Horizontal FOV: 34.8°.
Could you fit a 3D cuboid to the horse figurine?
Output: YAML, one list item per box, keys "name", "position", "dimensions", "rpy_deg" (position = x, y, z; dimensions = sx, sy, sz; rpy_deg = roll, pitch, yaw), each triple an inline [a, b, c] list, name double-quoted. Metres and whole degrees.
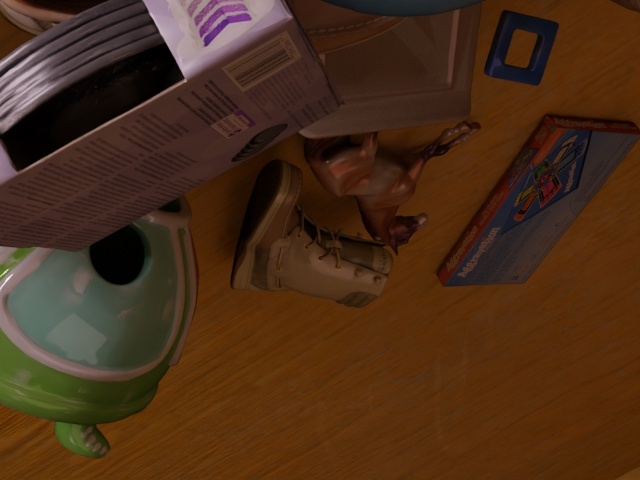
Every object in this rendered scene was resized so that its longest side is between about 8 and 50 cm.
- name: "horse figurine"
  position: [0.062, -0.087, 1.069]
  dimensions: [0.174, 0.066, 0.263]
  rpy_deg: [-41, 146, 20]

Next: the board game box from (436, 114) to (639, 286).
- name: "board game box"
  position: [0.269, -0.042, 1.287]
  dimensions: [0.145, 0.027, 0.281]
  rpy_deg: [-1, 139, -32]

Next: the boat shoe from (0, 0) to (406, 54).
- name: "boat shoe"
  position: [-0.071, -0.190, 0.765]
  dimensions: [0.341, 0.110, 0.121]
  rpy_deg: [-7, 105, -15]

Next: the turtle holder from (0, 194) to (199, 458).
- name: "turtle holder"
  position: [-0.257, 0.017, 0.908]
  dimensions: [0.320, 0.243, 0.227]
  rpy_deg: [32, 106, -7]

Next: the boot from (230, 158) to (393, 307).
- name: "boot"
  position: [0.000, 0.000, 1.082]
  dimensions: [0.165, 0.077, 0.213]
  rpy_deg: [12, 146, -8]

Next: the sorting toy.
- name: "sorting toy"
  position: [0.056, -0.197, 0.910]
  dimensions: [0.348, 0.047, 0.196]
  rpy_deg: [-9, 116, -22]

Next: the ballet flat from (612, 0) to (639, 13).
- name: "ballet flat"
  position: [0.319, -0.331, 0.856]
  dimensions: [0.116, 0.124, 0.342]
  rpy_deg: [-10, 142, -21]

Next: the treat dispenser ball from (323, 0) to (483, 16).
- name: "treat dispenser ball"
  position: [0.051, -0.282, 0.615]
  dimensions: [0.288, 0.288, 0.288]
  rpy_deg: [-16, 144, -12]

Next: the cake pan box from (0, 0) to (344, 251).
- name: "cake pan box"
  position: [-0.117, -0.078, 0.667]
  dimensions: [0.246, 0.070, 0.267]
  rpy_deg: [-30, 174, 6]
